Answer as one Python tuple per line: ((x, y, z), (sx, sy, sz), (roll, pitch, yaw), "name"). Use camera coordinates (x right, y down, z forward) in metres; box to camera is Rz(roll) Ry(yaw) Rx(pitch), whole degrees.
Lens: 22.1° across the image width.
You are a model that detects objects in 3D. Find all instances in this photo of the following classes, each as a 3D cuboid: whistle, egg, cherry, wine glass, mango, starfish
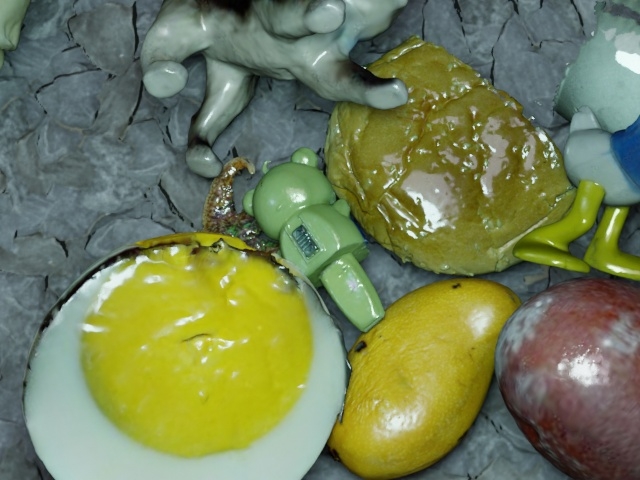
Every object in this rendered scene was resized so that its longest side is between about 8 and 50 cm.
((0.000, 0.000, 1.773), (0.105, 0.085, 0.227), (-41, 70, 17), "whistle")
((-0.150, 0.139, 1.723), (0.337, 0.201, 0.337), (-1, 95, -14), "egg")
((0.299, 0.146, 1.674), (0.236, 0.285, 0.212), (14, 74, 50), "cherry")
((0.431, -0.151, 1.783), (0.357, 0.190, 0.190), (29, 76, 14), "wine glass")
((0.109, 0.146, 1.753), (0.157, 0.109, 0.262), (39, 75, 26), "mango")
((-0.100, 0.010, 1.853), (0.150, 0.053, 0.209), (3, 76, 18), "starfish")

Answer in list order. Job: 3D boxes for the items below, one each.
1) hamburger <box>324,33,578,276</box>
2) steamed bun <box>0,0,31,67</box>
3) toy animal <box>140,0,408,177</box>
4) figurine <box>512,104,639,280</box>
((0.122, -0.080, 1.814), (0.211, 0.132, 0.309), (-40, 75, -11), "hamburger")
((-0.496, -0.306, 1.873), (0.339, 0.247, 0.352), (20, 65, -6), "steamed bun")
((-0.032, -0.265, 1.811), (0.344, 0.194, 0.302), (-14, 44, 33), "toy animal")
((0.361, -0.120, 1.621), (0.284, 0.205, 0.338), (13, 95, 43), "figurine")
